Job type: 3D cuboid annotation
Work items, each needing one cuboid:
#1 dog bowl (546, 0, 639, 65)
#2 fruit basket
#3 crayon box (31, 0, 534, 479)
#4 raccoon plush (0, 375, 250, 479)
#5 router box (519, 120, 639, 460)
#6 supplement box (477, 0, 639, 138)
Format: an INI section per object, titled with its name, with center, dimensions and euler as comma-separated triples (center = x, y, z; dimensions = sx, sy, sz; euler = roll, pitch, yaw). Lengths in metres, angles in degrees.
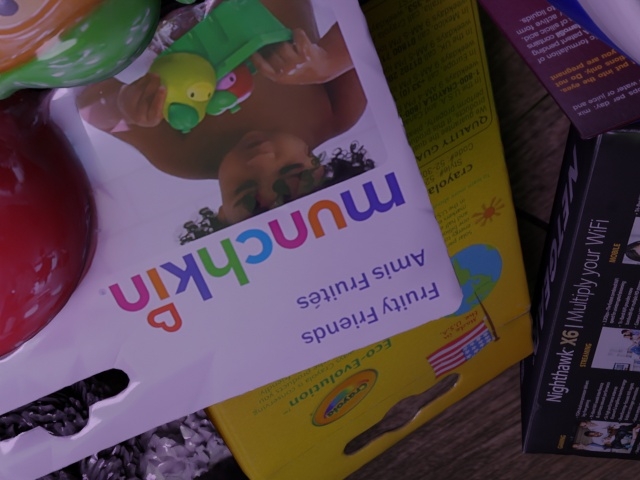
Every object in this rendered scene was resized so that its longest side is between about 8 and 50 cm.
[dog bowl]
center = 0.169, -0.174, 0.387
dimensions = 0.265, 0.104, 0.265
euler = -10, 121, -17
[fruit basket]
center = -0.149, -0.052, 0.402
dimensions = 0.327, 0.165, 0.353
euler = -21, 112, 2
[crayon box]
center = 0.000, 0.000, 0.647
dimensions = 0.202, 0.081, 0.318
euler = -31, 137, -11
[raccoon plush]
center = -0.207, 0.105, 0.853
dimensions = 0.446, 0.299, 0.216
euler = 42, 154, 7
[router box]
center = 0.257, 0.024, 0.714
dimensions = 0.243, 0.081, 0.309
euler = 4, 139, 3
[supplement box]
center = 0.102, -0.148, 0.517
dimensions = 0.081, 0.104, 0.188
euler = -23, 131, 30
